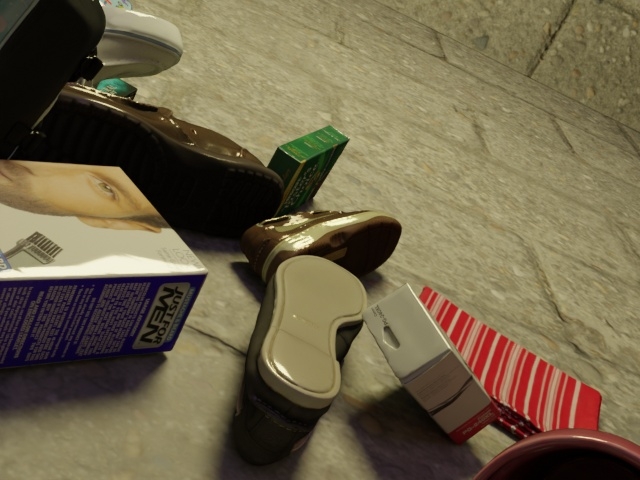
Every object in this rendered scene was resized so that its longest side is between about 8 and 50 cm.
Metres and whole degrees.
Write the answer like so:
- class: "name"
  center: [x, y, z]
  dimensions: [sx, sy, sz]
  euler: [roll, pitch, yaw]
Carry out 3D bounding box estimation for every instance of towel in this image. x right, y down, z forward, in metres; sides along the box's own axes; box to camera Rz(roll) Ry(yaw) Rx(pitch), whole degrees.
- class: "towel"
  center: [0.223, 0.162, 1.161]
  dimensions: [0.275, 0.031, 0.199]
  euler: [32, 24, 8]

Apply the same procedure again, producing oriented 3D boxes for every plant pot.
- class: "plant pot"
  center: [0.231, 0.258, 0.817]
  dimensions: [0.201, 0.201, 0.180]
  euler: [39, 11, 20]

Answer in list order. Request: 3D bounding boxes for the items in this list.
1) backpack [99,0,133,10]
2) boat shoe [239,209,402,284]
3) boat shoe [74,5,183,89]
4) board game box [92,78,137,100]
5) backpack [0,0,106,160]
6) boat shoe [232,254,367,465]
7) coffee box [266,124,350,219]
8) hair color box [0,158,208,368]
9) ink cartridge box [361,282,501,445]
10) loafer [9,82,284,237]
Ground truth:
- class: "backpack"
  center: [-0.364, -0.362, 1.439]
  dimensions: [0.173, 0.117, 0.158]
  euler: [24, 26, -17]
- class: "boat shoe"
  center: [0.003, -0.007, 1.179]
  dimensions: [0.095, 0.095, 0.257]
  euler: [36, 25, 28]
- class: "boat shoe"
  center: [-0.329, -0.184, 1.098]
  dimensions: [0.367, 0.136, 0.156]
  euler: [-5, 81, -32]
- class: "board game box"
  center: [-0.342, -0.206, 1.271]
  dimensions: [0.126, 0.026, 0.186]
  euler: [30, 25, 1]
- class: "backpack"
  center: [-0.363, -0.216, 0.892]
  dimensions: [0.253, 0.225, 0.191]
  euler: [40, 5, 31]
- class: "boat shoe"
  center: [-0.026, 0.107, 0.955]
  dimensions: [0.112, 0.095, 0.335]
  euler: [31, 19, -3]
- class: "coffee box"
  center: [-0.031, -0.089, 1.277]
  dimensions: [0.040, 0.113, 0.184]
  euler: [36, 24, 9]
- class: "hair color box"
  center: [-0.290, 0.015, 0.813]
  dimensions: [0.339, 0.110, 0.185]
  euler: [1, 35, -48]
- class: "ink cartridge box"
  center: [0.117, 0.131, 0.989]
  dimensions: [0.150, 0.063, 0.109]
  euler: [51, 6, -44]
- class: "loafer"
  center: [-0.215, -0.095, 1.094]
  dimensions: [0.366, 0.134, 0.130]
  euler: [20, 21, -42]
